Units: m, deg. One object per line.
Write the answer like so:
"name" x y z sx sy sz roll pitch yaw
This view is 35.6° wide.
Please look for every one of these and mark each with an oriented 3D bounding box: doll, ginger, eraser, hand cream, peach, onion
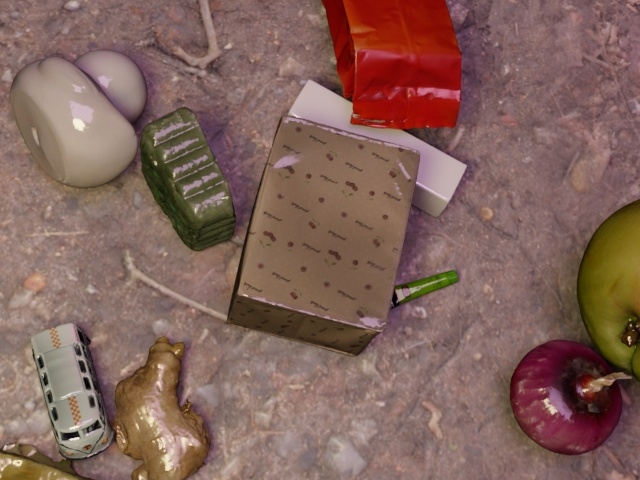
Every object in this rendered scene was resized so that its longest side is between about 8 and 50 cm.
"doll" -0.349 -0.200 1.535 0.221 0.221 0.251 -34 47 -19
"ginger" -0.241 0.252 1.451 0.137 0.074 0.213 -15 79 -12
"eraser" 0.088 -0.152 1.650 0.298 0.076 0.078 29 68 1
"hand cream" 0.164 0.076 1.613 0.122 0.023 0.036 -17 78 -12
"peach" 0.544 0.069 1.545 0.281 0.314 0.316 29 63 17
"onion" 0.377 0.240 1.528 0.177 0.153 0.177 -1 76 2

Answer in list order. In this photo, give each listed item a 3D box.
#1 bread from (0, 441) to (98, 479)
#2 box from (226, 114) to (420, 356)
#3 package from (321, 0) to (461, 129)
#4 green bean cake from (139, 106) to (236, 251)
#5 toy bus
"bread" -0.390 0.402 1.302 0.196 0.238 0.252 28 73 -19
"box" 0.000 0.000 1.523 0.225 0.190 0.297 15 68 -4
"package" 0.108 -0.379 1.670 0.196 0.123 0.424 -3 59 -12
"green bean cake" -0.200 -0.085 1.518 0.094 0.183 0.185 -28 80 -17
"toy bus" -0.356 0.211 1.419 0.087 0.089 0.194 -17 60 -12
